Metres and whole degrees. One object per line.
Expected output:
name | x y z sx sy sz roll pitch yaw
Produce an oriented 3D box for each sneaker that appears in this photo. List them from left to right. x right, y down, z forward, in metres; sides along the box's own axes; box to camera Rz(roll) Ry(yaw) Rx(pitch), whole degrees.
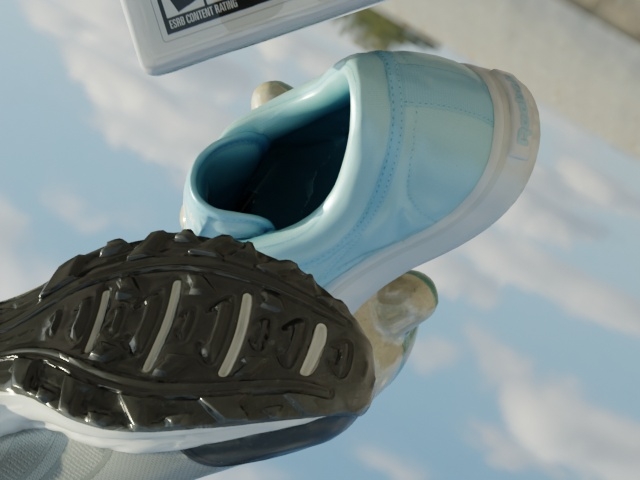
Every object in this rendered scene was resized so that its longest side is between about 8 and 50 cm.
sneaker | -0.096 0.071 0.756 0.108 0.271 0.100 58 -145 -36
sneaker | -0.041 -0.013 1.129 0.150 0.366 0.135 16 -131 -35

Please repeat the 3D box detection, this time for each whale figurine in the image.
whale figurine | 0.000 0.000 1.390 0.216 0.272 0.141 20 -144 23

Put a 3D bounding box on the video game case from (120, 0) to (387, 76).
video game case | 0.009 -0.277 0.990 0.036 0.329 0.300 -25 -81 -71
